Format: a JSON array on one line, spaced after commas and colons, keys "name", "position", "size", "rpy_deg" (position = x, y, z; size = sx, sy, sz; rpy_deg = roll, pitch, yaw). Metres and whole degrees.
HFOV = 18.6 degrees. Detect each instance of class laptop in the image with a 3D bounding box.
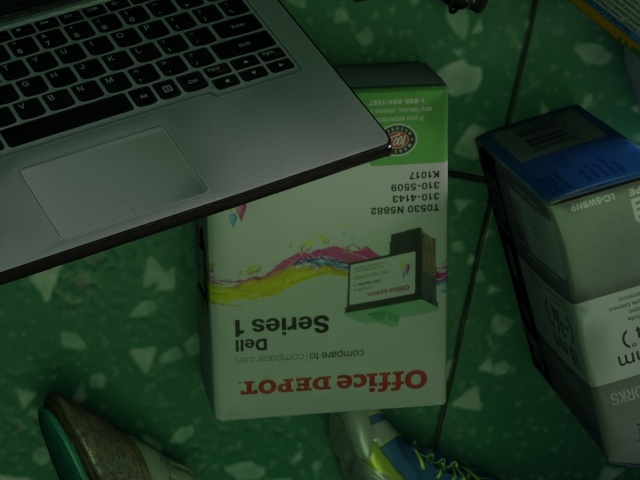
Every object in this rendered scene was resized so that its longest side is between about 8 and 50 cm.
[{"name": "laptop", "position": [-0.199, -0.215, 1.424], "size": [0.382, 0.408, 0.236], "rpy_deg": [-20, 141, -22]}]

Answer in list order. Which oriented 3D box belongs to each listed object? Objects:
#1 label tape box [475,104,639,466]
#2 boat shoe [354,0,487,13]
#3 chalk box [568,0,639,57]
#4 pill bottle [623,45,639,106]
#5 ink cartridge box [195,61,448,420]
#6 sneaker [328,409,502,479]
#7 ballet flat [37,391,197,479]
[{"name": "label tape box", "position": [0.240, 0.078, 1.616], "size": [0.106, 0.240, 0.333], "rpy_deg": [-17, 107, -4]}, {"name": "boat shoe", "position": [0.126, -0.225, 1.606], "size": [0.229, 0.080, 0.076], "rpy_deg": [-19, 106, -11]}, {"name": "chalk box", "position": [0.280, -0.306, 1.525], "size": [0.180, 0.289, 0.179], "rpy_deg": [36, 130, -14]}, {"name": "pill bottle", "position": [0.421, -0.176, 1.608], "size": [0.319, 0.176, 0.176], "rpy_deg": [-25, 107, -1]}, {"name": "ink cartridge box", "position": [0.000, 0.000, 1.622], "size": [0.201, 0.117, 0.278], "rpy_deg": [-3, 106, -8]}, {"name": "sneaker", "position": [0.098, 0.215, 1.724], "size": [0.126, 0.091, 0.240], "rpy_deg": [-30, 113, -15]}, {"name": "ballet flat", "position": [-0.150, 0.252, 1.691], "size": [0.106, 0.107, 0.316], "rpy_deg": [-26, 114, -22]}]
